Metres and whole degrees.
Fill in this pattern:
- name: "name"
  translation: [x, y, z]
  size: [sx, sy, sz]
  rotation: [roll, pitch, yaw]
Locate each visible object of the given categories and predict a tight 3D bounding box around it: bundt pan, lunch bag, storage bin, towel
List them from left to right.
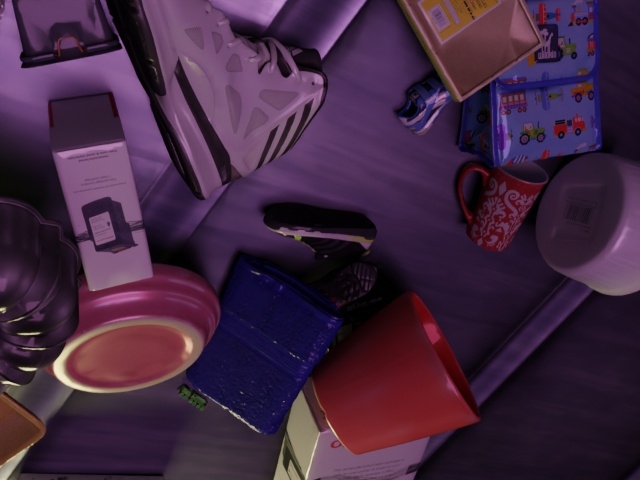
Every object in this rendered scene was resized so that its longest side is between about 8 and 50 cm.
- name: "bundt pan"
  translation: [-0.465, 0.099, 0.890]
  size: [0.331, 0.124, 0.331]
  rotation: [-18, 140, -16]
- name: "storage bin"
  translation: [-0.345, -0.291, 0.927]
  size: [0.135, 0.098, 0.091]
  rotation: [-16, 117, -12]
- name: "towel"
  translation: [-0.111, 0.198, 1.321]
  size: [0.228, 0.076, 0.308]
  rotation: [33, 113, 10]
- name: "lunch bag"
  translation: [0.372, -0.298, 1.216]
  size: [0.221, 0.138, 0.293]
  rotation: [-11, 114, -14]

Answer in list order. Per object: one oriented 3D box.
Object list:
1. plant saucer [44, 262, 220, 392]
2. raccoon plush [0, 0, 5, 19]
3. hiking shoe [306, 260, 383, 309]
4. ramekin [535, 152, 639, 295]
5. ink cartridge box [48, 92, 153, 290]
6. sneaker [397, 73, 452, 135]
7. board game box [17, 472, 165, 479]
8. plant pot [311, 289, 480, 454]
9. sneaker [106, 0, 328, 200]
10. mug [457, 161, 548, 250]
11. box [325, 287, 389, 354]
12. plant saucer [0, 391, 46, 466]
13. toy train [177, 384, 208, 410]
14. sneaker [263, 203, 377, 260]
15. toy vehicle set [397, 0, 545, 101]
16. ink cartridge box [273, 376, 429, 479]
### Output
- name: "plant saucer"
  translation: [-0.330, 0.167, 1.190]
  size: [0.332, 0.084, 0.332]
  rotation: [-15, 146, -10]
- name: "raccoon plush"
  translation: [-0.478, -0.089, 0.948]
  size: [0.446, 0.216, 0.299]
  rotation: [-43, 136, 9]
- name: "hiking shoe"
  translation: [0.021, 0.104, 1.350]
  size: [0.227, 0.086, 0.114]
  rotation: [-25, 177, 25]
- name: "ramekin"
  translation: [0.556, -0.040, 1.367]
  size: [0.135, 0.277, 0.277]
  rotation: [16, 116, -23]
- name: "ink cartridge box"
  translation: [-0.325, -0.072, 1.030]
  size: [0.100, 0.172, 0.237]
  rotation: [-12, 127, -15]
- name: "sneaker"
  translation: [0.189, -0.252, 1.199]
  size: [0.059, 0.053, 0.144]
  rotation: [22, 111, -31]
- name: "board game box"
  translation: [-0.506, 0.611, 1.479]
  size: [0.303, 0.097, 0.224]
  rotation: [12, 118, -27]
- name: "plant pot"
  translation: [0.133, 0.267, 1.321]
  size: [0.243, 0.275, 0.275]
  rotation: [-29, 130, 11]
- name: "sneaker"
  translation: [-0.138, -0.286, 0.994]
  size: [0.257, 0.169, 0.447]
  rotation: [-27, 138, -14]
- name: "mug"
  translation: [0.345, -0.081, 1.370]
  size: [0.113, 0.150, 0.169]
  rotation: [-32, 147, -49]
- name: "box"
  translation: [0.074, 0.206, 1.452]
  size: [0.147, 0.077, 0.180]
  rotation: [-16, 127, -12]
- name: "plant saucer"
  translation: [-0.699, 0.297, 1.167]
  size: [0.333, 0.081, 0.333]
  rotation: [-36, 119, 4]
- name: "toy train"
  translation: [-0.263, 0.325, 1.433]
  size: [0.024, 0.017, 0.083]
  rotation: [-45, 129, -3]
- name: "sneaker"
  translation: [0.000, 0.000, 1.274]
  size: [0.235, 0.084, 0.097]
  rotation: [8, 121, -27]
- name: "toy vehicle set"
  translation: [0.218, -0.374, 1.079]
  size: [0.166, 0.035, 0.267]
  rotation: [-33, 109, 2]
- name: "ink cartridge box"
  translation: [0.067, 0.498, 1.595]
  size: [0.285, 0.166, 0.395]
  rotation: [-1, 124, -23]
